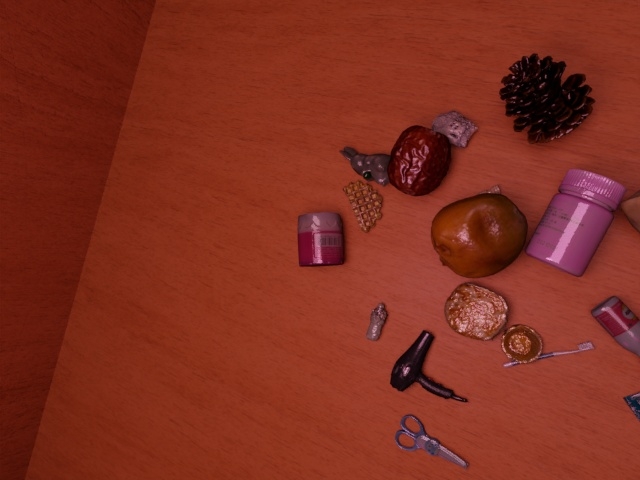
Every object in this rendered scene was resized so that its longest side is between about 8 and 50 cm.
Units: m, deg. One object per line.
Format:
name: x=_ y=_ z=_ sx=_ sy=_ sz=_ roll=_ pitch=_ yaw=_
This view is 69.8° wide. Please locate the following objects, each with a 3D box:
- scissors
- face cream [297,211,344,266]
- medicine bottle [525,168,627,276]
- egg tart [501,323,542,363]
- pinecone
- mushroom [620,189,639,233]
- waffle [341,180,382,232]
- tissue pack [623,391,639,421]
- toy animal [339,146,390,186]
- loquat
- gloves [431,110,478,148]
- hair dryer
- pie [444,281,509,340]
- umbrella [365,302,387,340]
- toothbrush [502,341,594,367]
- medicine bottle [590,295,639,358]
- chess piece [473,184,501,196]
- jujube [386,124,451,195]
scissors: x=0.386 y=0.713 z=1.591 sx=0.256 sy=0.030 sz=0.125 roll=23 pitch=97 yaw=27
face cream: x=0.000 y=0.000 z=1.743 sx=0.175 sy=0.175 sz=0.195 roll=-4 pitch=84 yaw=24
medicine bottle: x=0.769 y=-0.053 z=1.393 sx=0.178 sy=0.178 sz=0.291 roll=27 pitch=97 yaw=24
egg tart: x=0.648 y=0.332 z=1.482 sx=0.128 sy=0.049 sz=0.129 roll=-9 pitch=69 yaw=25
pinecone: x=0.683 y=-0.443 z=1.408 sx=0.246 sy=0.292 sz=0.246 roll=-40 pitch=32 yaw=32
mushroom: x=1.037 y=-0.105 z=1.248 sx=0.292 sy=0.212 sz=0.217 roll=-33 pitch=85 yaw=-10
waffle: x=0.153 y=-0.137 z=1.754 sx=0.192 sy=0.046 sz=0.161 roll=36 pitch=100 yaw=23
tissue pack: x=0.978 y=0.469 z=1.341 sx=0.138 sy=0.028 sz=0.085 roll=-38 pitch=69 yaw=22
toy animal: x=0.182 y=-0.286 z=1.736 sx=0.138 sy=0.108 sz=0.236 roll=-35 pitch=41 yaw=-24
loquat: x=0.503 y=-0.019 z=1.476 sx=0.284 sy=0.276 sz=0.276 roll=-40 pitch=70 yaw=-2
gloves: x=0.469 y=-0.398 z=1.614 sx=0.153 sy=0.070 sz=0.114 roll=35 pitch=101 yaw=25
hair dryer: x=0.400 y=0.468 z=1.597 sx=0.271 sy=0.091 sz=0.236 roll=32 pitch=89 yaw=11
pie: x=0.520 y=0.240 z=1.536 sx=0.205 sy=0.084 sz=0.179 roll=22 pitch=94 yaw=26
umbrella: x=0.208 y=0.300 z=1.693 sx=0.067 sy=0.062 sz=0.144 roll=17 pitch=95 yaw=55
toothbrush: x=0.723 y=0.366 z=1.469 sx=0.275 sy=0.019 sz=0.025 roll=-20 pitch=73 yaw=22
medicine bottle: x=0.911 y=0.272 z=1.350 sx=0.090 sy=0.090 sz=0.217 roll=-43 pitch=72 yaw=16
chess piece: x=0.567 y=-0.159 z=1.574 sx=0.092 sy=0.035 sz=0.035 roll=-21 pitch=78 yaw=25
jujube: x=0.344 y=-0.271 z=1.586 sx=0.213 sy=0.213 sz=0.232 roll=29 pitch=107 yaw=24
